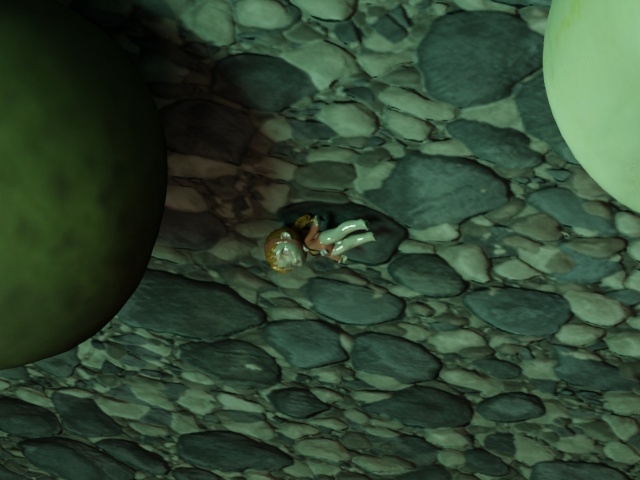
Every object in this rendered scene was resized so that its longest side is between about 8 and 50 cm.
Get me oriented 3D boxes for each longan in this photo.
[{"bbox_3d":[-0.301,-0.050,1.413,0.361,0.361,0.361,12,147,8],"label":"longan"}]

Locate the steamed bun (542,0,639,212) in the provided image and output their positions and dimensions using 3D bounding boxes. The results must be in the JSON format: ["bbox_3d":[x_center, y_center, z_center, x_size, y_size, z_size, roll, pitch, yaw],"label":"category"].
[{"bbox_3d":[0.359,-0.188,0.901,0.456,0.289,0.371,-6,158,-19],"label":"steamed bun"}]

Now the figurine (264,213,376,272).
[{"bbox_3d":[0.000,0.000,1.600,0.109,0.047,0.064,-14,130,25],"label":"figurine"}]
